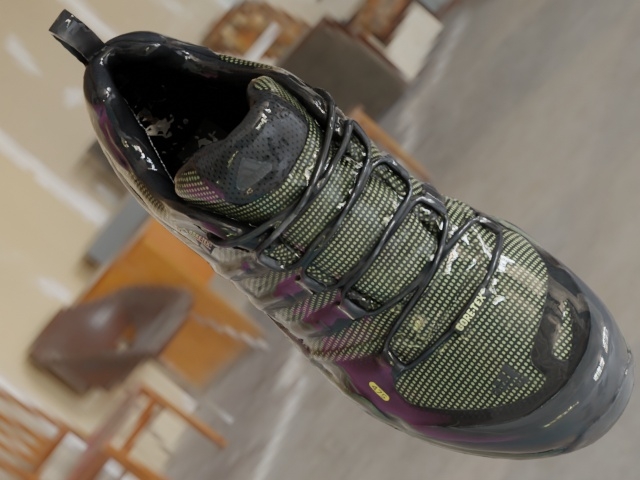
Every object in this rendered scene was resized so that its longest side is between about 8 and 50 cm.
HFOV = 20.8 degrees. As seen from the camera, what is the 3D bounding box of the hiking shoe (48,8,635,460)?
[{"bbox_3d":[0.000,0.000,0.593,0.086,0.227,0.114,-58,-23,-2],"label":"hiking shoe"}]
